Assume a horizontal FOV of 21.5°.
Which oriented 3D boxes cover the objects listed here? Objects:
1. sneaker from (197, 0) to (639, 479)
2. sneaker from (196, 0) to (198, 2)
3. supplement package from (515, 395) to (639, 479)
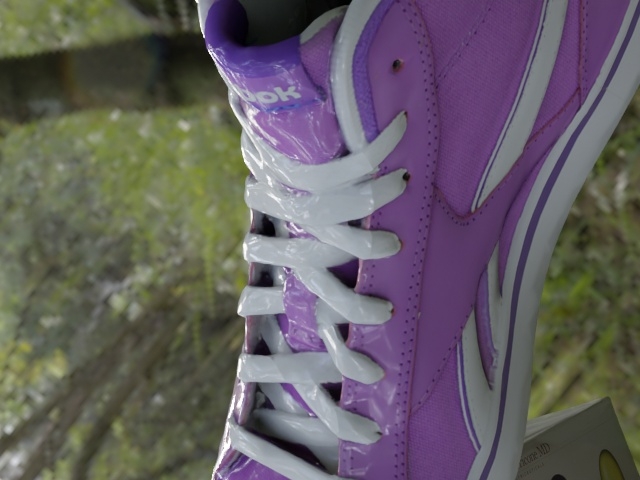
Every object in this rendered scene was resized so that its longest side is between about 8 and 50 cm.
[{"bbox_3d":[-0.001,-0.001,0.499,0.102,0.282,0.161,19,-178,34],"label":"sneaker"},{"bbox_3d":[-0.072,-0.296,1.464,0.086,0.229,0.132,1,-159,-4],"label":"sneaker"},{"bbox_3d":[0.154,0.250,1.265,0.194,0.149,0.203,-16,-96,-55],"label":"supplement package"}]
